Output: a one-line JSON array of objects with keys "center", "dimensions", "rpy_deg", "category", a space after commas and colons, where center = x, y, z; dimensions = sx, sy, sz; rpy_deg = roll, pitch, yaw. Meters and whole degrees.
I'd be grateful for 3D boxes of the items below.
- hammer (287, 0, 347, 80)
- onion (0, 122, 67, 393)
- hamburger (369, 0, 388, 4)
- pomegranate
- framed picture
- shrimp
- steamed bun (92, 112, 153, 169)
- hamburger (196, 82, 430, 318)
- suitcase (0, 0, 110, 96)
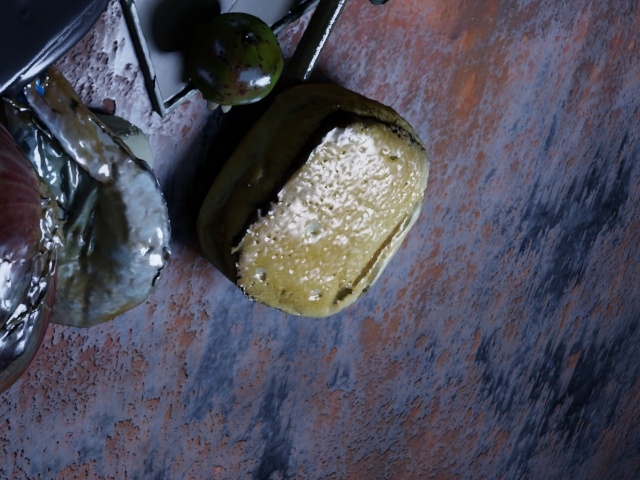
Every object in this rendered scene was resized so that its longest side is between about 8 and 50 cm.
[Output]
[{"center": [0.053, -0.356, 2.054], "dimensions": [0.043, 0.111, 0.365], "rpy_deg": [4, 119, -52], "category": "hammer"}, {"center": [-0.386, -0.008, 1.623], "dimensions": [0.353, 0.353, 0.354], "rpy_deg": [-32, 142, -29], "category": "onion"}, {"center": [0.015, -0.400, 1.886], "dimensions": [0.288, 0.167, 0.192], "rpy_deg": [37, 86, -45], "category": "hamburger"}, {"center": [-0.105, -0.199, 1.979], "dimensions": [0.114, 0.114, 0.142], "rpy_deg": [-30, 166, -32], "category": "pomegranate"}, {"center": [-0.104, -0.290, 1.999], "dimensions": [0.281, 0.019, 0.209], "rpy_deg": [-38, 145, -22], "category": "framed picture"}, {"center": [-0.280, -0.080, 1.839], "dimensions": [0.110, 0.221, 0.446], "rpy_deg": [-85, 174, -53], "category": "shrimp"}, {"center": [-0.248, -0.081, 1.951], "dimensions": [0.130, 0.091, 0.112], "rpy_deg": [-4, 126, -50], "category": "steamed bun"}, {"center": [-0.009, -0.056, 2.200], "dimensions": [0.304, 0.174, 0.284], "rpy_deg": [-55, 146, 4], "category": "hamburger"}, {"center": [-0.320, -0.289, 1.448], "dimensions": [0.345, 0.188, 0.339], "rpy_deg": [-53, 130, -35], "category": "suitcase"}]
